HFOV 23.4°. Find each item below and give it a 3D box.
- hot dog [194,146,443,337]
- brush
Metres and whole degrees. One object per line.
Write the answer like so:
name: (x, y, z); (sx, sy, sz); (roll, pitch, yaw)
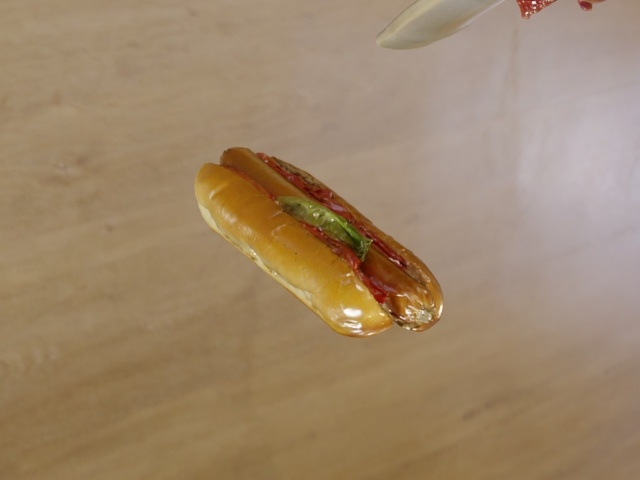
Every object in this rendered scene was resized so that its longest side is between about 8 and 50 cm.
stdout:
hot dog: (0.000, 0.000, 1.008); (0.092, 0.235, 0.062); (-3, 117, -40)
brush: (0.114, -0.140, 0.863); (0.060, 0.321, 0.050); (-13, 88, -19)
